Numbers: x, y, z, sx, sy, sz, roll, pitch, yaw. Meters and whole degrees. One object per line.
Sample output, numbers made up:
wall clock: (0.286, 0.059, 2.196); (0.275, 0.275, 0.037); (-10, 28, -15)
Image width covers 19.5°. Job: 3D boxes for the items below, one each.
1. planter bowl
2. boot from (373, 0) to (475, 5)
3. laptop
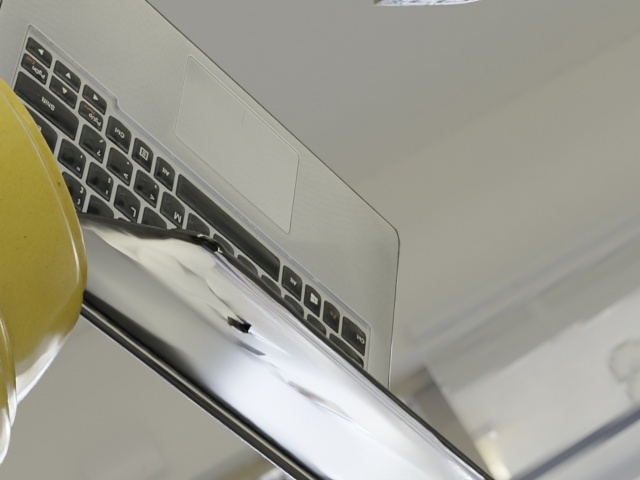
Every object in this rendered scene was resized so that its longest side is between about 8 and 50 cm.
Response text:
planter bowl: (-0.149, -0.006, 0.701); (0.090, 0.217, 0.217); (-27, -21, -22)
boot: (0.086, -0.199, 1.057); (0.082, 0.106, 0.219); (-6, -5, -24)
laptop: (0.000, 0.000, 1.082); (0.236, 0.408, 0.382); (-26, -51, 31)
